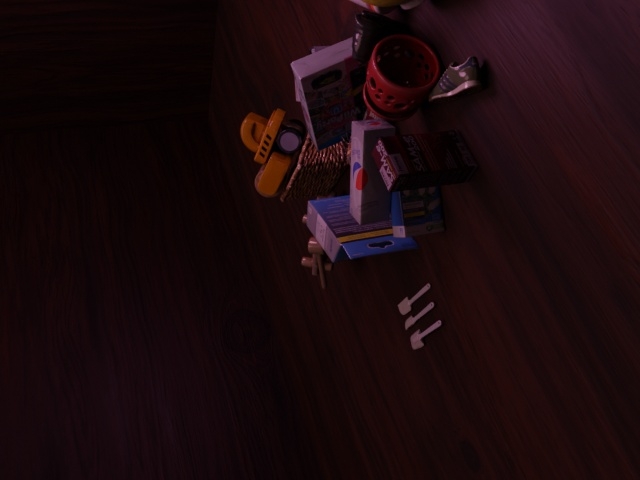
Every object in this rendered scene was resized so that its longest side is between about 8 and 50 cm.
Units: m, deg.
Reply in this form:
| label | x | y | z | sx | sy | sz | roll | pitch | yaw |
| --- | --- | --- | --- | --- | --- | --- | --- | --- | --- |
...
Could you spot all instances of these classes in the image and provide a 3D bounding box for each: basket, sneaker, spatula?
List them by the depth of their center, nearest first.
| label | x | y | z | sx | sy | sz | roll | pitch | yaw |
| --- | --- | --- | --- | --- | --- | --- | --- | --- | --- |
| sneaker | 0.341 | -0.407 | 1.435 | 0.192 | 0.064 | 0.086 | -177 | 85 | -67 |
| sneaker | 0.141 | -0.581 | 1.625 | 0.286 | 0.109 | 0.130 | -49 | -21 | -58 |
| spatula | 0.322 | 0.246 | 1.827 | 0.242 | 0.019 | 0.168 | 123 | 139 | -59 |
| basket | -0.051 | -0.316 | 2.249 | 0.299 | 0.223 | 0.214 | 127 | 131 | -63 |

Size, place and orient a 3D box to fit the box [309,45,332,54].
| label | x | y | z | sx | sy | sz | roll | pitch | yaw |
| --- | --- | --- | --- | --- | --- | --- | --- | --- | --- |
| box | 0.057 | -0.549 | 1.954 | 0.044 | 0.159 | 0.233 | -179 | 80 | -67 |

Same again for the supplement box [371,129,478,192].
| label | x | y | z | sx | sy | sz | roll | pitch | yaw |
| --- | --- | --- | --- | --- | --- | --- | --- | --- | --- |
| supplement box | 0.267 | -0.206 | 1.454 | 0.073 | 0.239 | 0.130 | 114 | 141 | -55 |

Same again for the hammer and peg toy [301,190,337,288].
| label | x | y | z | sx | sy | sz | roll | pitch | yaw |
| --- | --- | --- | --- | --- | --- | --- | --- | --- | --- |
| hammer and peg toy | 0.000 | 0.000 | 2.146 | 0.361 | 0.127 | 0.266 | -60 | -24 | -57 |

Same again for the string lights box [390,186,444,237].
| label | x | y | z | sx | sy | sz | roll | pitch | yaw |
| --- | --- | --- | --- | --- | --- | --- | --- | --- | --- |
| string lights box | 0.266 | -0.146 | 1.630 | 0.076 | 0.133 | 0.260 | -176 | 77 | -71 |

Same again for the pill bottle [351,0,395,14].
| label | x | y | z | sx | sy | sz | roll | pitch | yaw |
| --- | --- | --- | --- | --- | --- | --- | --- | --- | --- |
| pill bottle | 0.125 | -0.754 | 1.656 | 0.221 | 0.121 | 0.121 | 39 | 138 | 31 |

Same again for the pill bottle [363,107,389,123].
| label | x | y | z | sx | sy | sz | roll | pitch | yaw |
| --- | --- | --- | --- | --- | --- | --- | --- | --- | --- |
| pill bottle | 0.185 | -0.401 | 1.793 | 0.152 | 0.086 | 0.086 | 109 | 145 | -53 |

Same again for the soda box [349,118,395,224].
| label | x | y | z | sx | sy | sz | roll | pitch | yaw |
| --- | --- | --- | --- | --- | --- | --- | --- | --- | --- |
| soda box | 0.143 | -0.192 | 1.607 | 0.091 | 0.098 | 0.286 | -124 | 30 | -56 |

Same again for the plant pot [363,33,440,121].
| label | x | y | z | sx | sy | sz | roll | pitch | yaw |
| --- | --- | --- | --- | --- | --- | --- | --- | --- | --- |
| plant pot | 0.213 | -0.441 | 1.569 | 0.174 | 0.191 | 0.191 | 119 | 137 | -67 |

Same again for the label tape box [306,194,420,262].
| label | x | y | z | sx | sy | sz | roll | pitch | yaw |
| --- | --- | --- | --- | --- | --- | --- | --- | --- | --- |
| label tape box | 0.131 | -0.020 | 1.871 | 0.348 | 0.249 | 0.115 | -124 | 32 | -47 |

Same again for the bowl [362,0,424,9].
| label | x | y | z | sx | sy | sz | roll | pitch | yaw |
| --- | --- | --- | --- | --- | --- | --- | --- | --- | --- |
| bowl | 0.215 | -0.692 | 1.450 | 0.156 | 0.289 | 0.289 | 42 | -178 | -34 |

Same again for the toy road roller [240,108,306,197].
| label | x | y | z | sx | sy | sz | roll | pitch | yaw |
| --- | --- | --- | --- | --- | --- | --- | --- | --- | --- |
| toy road roller | -0.213 | -0.361 | 2.233 | 0.202 | 0.240 | 0.330 | -81 | 16 | -66 |

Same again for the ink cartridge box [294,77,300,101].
| label | x | y | z | sx | sy | sz | roll | pitch | yaw |
| --- | --- | --- | --- | --- | --- | --- | --- | --- | --- |
| ink cartridge box | -0.011 | -0.592 | 2.153 | 0.176 | 0.127 | 0.128 | -145 | 48 | -61 |

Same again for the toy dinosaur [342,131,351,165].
| label | x | y | z | sx | sy | sz | roll | pitch | yaw |
| --- | --- | --- | --- | --- | --- | --- | --- | --- | --- |
| toy dinosaur | 0.146 | -0.233 | 1.781 | 0.322 | 0.164 | 0.219 | 89 | -176 | -62 |

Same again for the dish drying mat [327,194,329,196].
| label | x | y | z | sx | sy | sz | roll | pitch | yaw |
| --- | --- | --- | --- | --- | --- | --- | --- | --- | --- |
| dish drying mat | 0.031 | -0.155 | 2.405 | 0.083 | 0.008 | 0.032 | 104 | 148 | -44 |

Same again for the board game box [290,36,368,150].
| label | x | y | z | sx | sy | sz | roll | pitch | yaw |
| --- | --- | --- | --- | --- | --- | --- | --- | --- | --- |
| board game box | 0.050 | -0.460 | 1.806 | 0.303 | 0.224 | 0.098 | 73 | 171 | -54 |
